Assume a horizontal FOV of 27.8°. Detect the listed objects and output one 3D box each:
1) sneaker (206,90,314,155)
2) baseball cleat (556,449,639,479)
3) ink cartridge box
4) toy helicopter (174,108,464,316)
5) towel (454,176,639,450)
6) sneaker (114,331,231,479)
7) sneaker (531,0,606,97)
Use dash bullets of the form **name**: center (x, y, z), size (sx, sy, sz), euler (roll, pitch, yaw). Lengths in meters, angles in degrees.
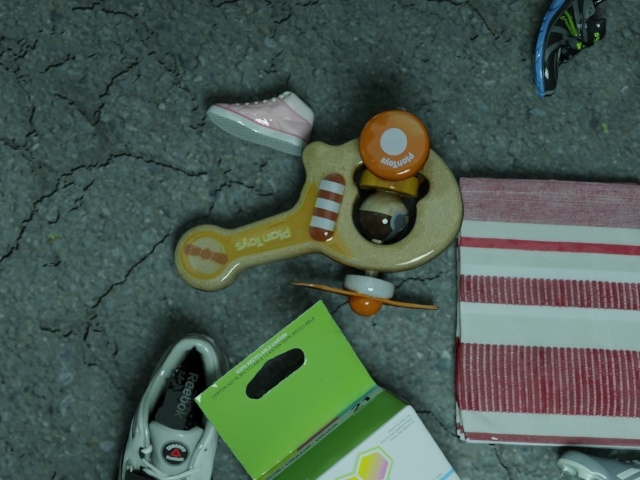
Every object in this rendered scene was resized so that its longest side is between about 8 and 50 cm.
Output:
- **sneaker**: center (-0.071, -0.159, 1.619), size (0.134, 0.051, 0.070), euler (19, 72, 1)
- **baseball cleat**: center (0.376, 0.274, 1.498), size (0.206, 0.072, 0.109), euler (29, 68, -3)
- **ink cartridge box**: center (0.011, 0.226, 1.421), size (0.189, 0.097, 0.255), euler (-38, 111, -11)
- **toy helicopter**: center (0.000, 0.000, 1.553), size (0.355, 0.140, 0.235), euler (-16, 83, 5)
- **towel**: center (0.280, 0.085, 1.563), size (0.237, 0.037, 0.329), euler (3, 75, -3)
- **sneaker**: center (-0.176, 0.259, 1.445), size (0.122, 0.146, 0.330), euler (8, 75, 0)
- **sneaker**: center (0.321, -0.265, 1.649), size (0.078, 0.067, 0.188), euler (23, 71, 12)
